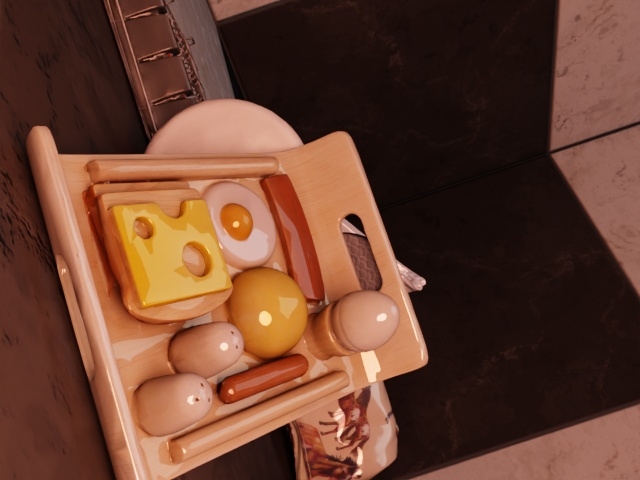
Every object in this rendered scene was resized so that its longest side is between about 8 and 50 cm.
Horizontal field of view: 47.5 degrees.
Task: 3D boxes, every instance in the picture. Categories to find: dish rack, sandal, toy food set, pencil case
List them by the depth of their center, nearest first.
[{"bbox_3d":[-0.043,0.024,0.517,0.306,0.092,0.220,-9,78,-53],"label":"toy food set"},{"bbox_3d":[-0.018,0.083,0.716,0.097,0.254,0.054,49,32,17],"label":"sandal"},{"bbox_3d":[-0.184,-0.197,0.936,0.271,0.074,0.208,85,-12,-87],"label":"dish rack"},{"bbox_3d":[-0.018,0.161,1.041,0.160,0.183,0.411,-18,-90,61],"label":"pencil case"}]

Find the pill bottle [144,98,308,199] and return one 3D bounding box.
[{"bbox_3d":[-0.081,-0.039,0.808,0.301,0.169,0.169,61,10,-85],"label":"pill bottle"}]

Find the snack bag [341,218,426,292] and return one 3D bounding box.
[{"bbox_3d":[0.000,0.000,1.253,0.323,0.037,0.342,39,-17,-2],"label":"snack bag"}]

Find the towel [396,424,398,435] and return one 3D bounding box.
[{"bbox_3d":[0.055,0.313,1.571,0.370,0.040,0.272,132,-57,-64],"label":"towel"}]
